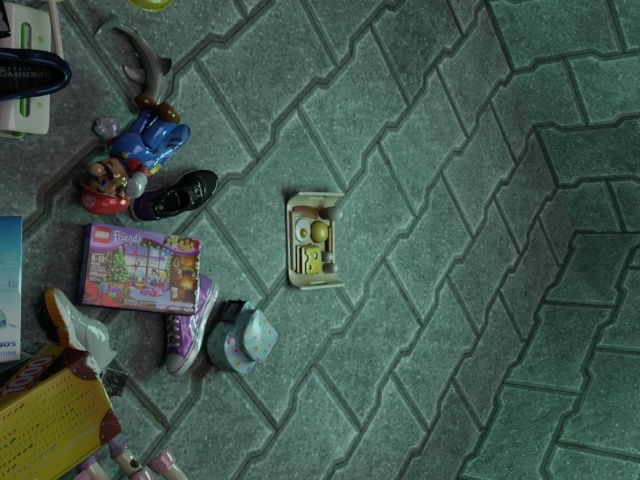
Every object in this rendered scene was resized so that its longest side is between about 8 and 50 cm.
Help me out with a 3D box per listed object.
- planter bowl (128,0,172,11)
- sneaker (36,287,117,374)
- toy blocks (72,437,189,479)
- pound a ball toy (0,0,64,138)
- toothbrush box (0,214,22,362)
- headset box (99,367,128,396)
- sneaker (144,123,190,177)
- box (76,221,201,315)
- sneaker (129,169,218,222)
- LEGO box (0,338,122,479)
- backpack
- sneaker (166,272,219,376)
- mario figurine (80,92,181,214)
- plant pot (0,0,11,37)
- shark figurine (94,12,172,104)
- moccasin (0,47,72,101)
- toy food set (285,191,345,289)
[{"bbox_3d":[-0.427,-0.709,1.970,0.217,0.090,0.217,0,90,-47],"label":"planter bowl"},{"bbox_3d":[-0.576,0.209,1.822,0.121,0.099,0.262,-49,132,-45],"label":"sneaker"},{"bbox_3d":[-0.525,0.613,1.816,0.260,0.309,0.288,49,36,4],"label":"toy blocks"},{"bbox_3d":[-0.652,-0.390,1.640,0.136,0.208,0.319,1,90,-48],"label":"pound a ball toy"},{"bbox_3d":[-0.718,0.095,1.565,0.126,0.216,0.295,2,88,-47],"label":"toothbrush box"},{"bbox_3d":[-0.529,0.351,1.906,0.083,0.032,0.062,29,69,-45],"label":"headset box"},{"bbox_3d":[-0.420,-0.254,1.996,0.209,0.069,0.082,-53,122,-33],"label":"sneaker"},{"bbox_3d":[-0.448,0.077,1.913,0.293,0.057,0.201,9,77,-32],"label":"box"},{"bbox_3d":[-0.355,-0.114,2.025,0.283,0.124,0.107,-31,113,-43],"label":"sneaker"},{"bbox_3d":[-0.704,0.400,1.466,0.500,0.372,0.193,-34,114,-43],"label":"LEGO box"},{"bbox_3d":[-0.224,0.281,2.160,0.188,0.144,0.166,-55,133,-28],"label":"backpack"},{"bbox_3d":[-0.388,0.207,2.024,0.161,0.102,0.282,32,60,-35],"label":"sneaker"},{"bbox_3d":[-0.478,-0.209,1.835,0.170,0.198,0.320,34,79,-22],"label":"mario figurine"},{"bbox_3d":[-0.742,-0.473,1.487,0.167,0.188,0.187,-25,112,-44],"label":"plant pot"},{"bbox_3d":[-0.436,-0.469,1.948,0.166,0.116,0.278,-47,125,-38],"label":"shark figurine"},{"bbox_3d":[-0.670,-0.335,1.509,0.342,0.117,0.138,-14,109,-19],"label":"moccasin"},{"bbox_3d":[0.000,0.000,2.436,0.220,0.092,0.306,-3,92,-48],"label":"toy food set"}]
